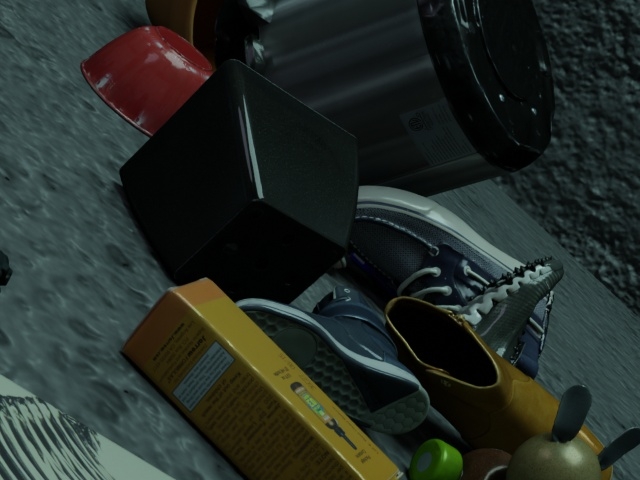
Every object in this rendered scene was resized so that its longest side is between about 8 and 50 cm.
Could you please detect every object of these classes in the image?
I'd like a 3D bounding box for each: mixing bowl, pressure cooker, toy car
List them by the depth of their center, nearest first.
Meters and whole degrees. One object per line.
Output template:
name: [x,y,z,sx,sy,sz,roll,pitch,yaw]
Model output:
toy car: [0.208,0.218,1.115,0.155,0.188,0.149,34,17,-25]
mixing bowl: [-0.201,-0.208,1.501,0.181,0.098,0.181,38,15,-12]
pressure cooker: [0.069,-0.227,1.634,0.375,0.420,0.369,-15,88,-61]

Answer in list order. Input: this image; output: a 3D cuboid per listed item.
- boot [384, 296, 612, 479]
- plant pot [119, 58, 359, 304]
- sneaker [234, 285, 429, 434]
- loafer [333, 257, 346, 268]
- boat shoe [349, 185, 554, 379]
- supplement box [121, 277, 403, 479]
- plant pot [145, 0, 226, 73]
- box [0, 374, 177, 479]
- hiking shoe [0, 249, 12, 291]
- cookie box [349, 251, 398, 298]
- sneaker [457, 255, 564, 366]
boot: [0.186,0.172,1.245,0.295,0.104,0.211,34,-9,13]
plant pot: [-0.073,-0.032,1.196,0.187,0.188,0.167,30,31,-35]
sneaker: [-0.012,0.091,1.142,0.226,0.086,0.163,30,16,-28]
loafer: [0.000,0.000,1.533,0.125,0.039,0.045,-114,-176,-51]
boat shoe: [0.155,0.066,1.511,0.341,0.127,0.158,27,50,-16]
supplement box: [-0.047,0.137,0.949,0.233,0.080,0.078,42,16,11]
plant pot: [-0.134,-0.367,1.816,0.291,0.290,0.203,24,7,-46]
box: [-0.135,0.165,0.620,0.275,0.094,0.113,35,15,-19]
hiking shoe: [-0.285,0.017,0.642,0.132,0.113,0.304,42,14,11]
cookie box: [0.101,0.037,1.647,0.092,0.040,0.107,44,15,16]
sneaker: [0.214,0.112,1.434,0.106,0.234,0.078,57,-16,-3]
